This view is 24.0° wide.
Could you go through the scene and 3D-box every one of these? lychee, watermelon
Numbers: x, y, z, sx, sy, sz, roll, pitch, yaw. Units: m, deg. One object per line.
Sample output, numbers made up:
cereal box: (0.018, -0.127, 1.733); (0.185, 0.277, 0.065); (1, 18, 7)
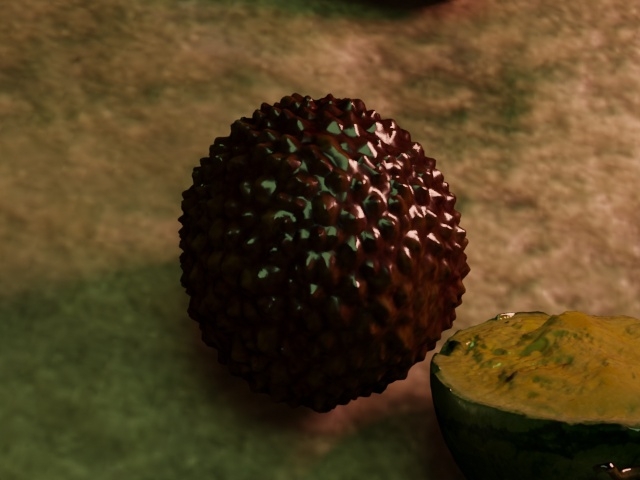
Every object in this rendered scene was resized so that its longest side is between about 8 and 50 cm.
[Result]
lychee: (0.000, 0.000, 0.879); (0.188, 0.188, 0.188); (7, 51, -9)
watermelon: (0.167, 0.113, 0.836); (0.204, 0.127, 0.232); (-6, 14, -25)
